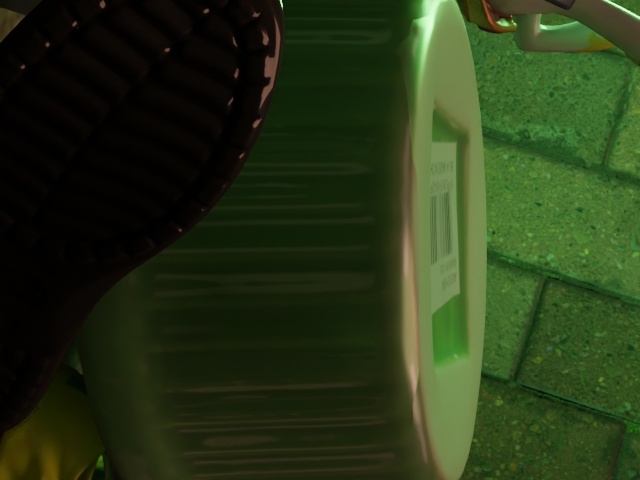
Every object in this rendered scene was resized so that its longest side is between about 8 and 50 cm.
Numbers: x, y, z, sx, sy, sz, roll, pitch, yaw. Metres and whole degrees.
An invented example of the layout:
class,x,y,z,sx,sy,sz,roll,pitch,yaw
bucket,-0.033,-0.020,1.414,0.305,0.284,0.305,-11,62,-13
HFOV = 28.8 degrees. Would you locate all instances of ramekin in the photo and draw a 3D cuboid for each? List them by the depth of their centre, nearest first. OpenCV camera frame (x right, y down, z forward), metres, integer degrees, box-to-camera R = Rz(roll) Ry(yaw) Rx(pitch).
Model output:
class,x,y,z,sx,sy,sz,roll,pitch,yaw
ramekin,0.000,0.000,0.661,0.303,0.148,0.303,-1,90,-75

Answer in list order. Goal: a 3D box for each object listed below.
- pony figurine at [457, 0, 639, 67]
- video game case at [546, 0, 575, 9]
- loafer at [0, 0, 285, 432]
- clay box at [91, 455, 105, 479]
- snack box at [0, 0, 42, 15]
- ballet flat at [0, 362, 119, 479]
class,x,y,z,sx,sy,sz,roll,pitch,yaw
pony figurine,0.169,-0.282,0.999,0.303,0.363,0.351,-94,-166,-57
video game case,0.114,-0.277,0.802,0.196,0.274,0.026,-60,-143,22
loafer,-0.088,-0.025,0.419,0.220,0.080,0.078,-46,-157,32
clay box,-0.149,0.194,0.847,0.222,0.053,0.127,14,95,-85
snack box,-0.051,-0.193,0.395,0.174,0.070,0.207,99,12,-67
ballet flat,-0.143,0.166,0.656,0.077,0.077,0.231,-63,171,-60
